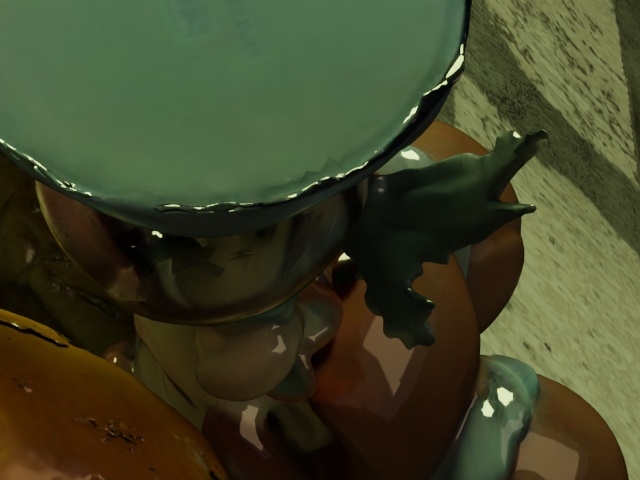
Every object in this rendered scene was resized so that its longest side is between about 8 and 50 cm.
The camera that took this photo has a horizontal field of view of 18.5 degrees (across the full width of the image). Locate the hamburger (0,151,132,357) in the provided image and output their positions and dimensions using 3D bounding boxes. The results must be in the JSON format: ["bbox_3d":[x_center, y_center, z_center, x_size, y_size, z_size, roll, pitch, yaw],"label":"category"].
[{"bbox_3d":[-0.091,0.015,1.093,0.265,0.134,0.285,55,23,-4],"label":"hamburger"}]

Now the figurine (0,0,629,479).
[{"bbox_3d":[-0.001,-0.001,0.845,0.388,0.248,0.277,85,-9,-56],"label":"figurine"}]

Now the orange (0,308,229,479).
[{"bbox_3d":[-0.146,0.138,0.720,0.246,0.246,0.246,40,29,-28],"label":"orange"}]
